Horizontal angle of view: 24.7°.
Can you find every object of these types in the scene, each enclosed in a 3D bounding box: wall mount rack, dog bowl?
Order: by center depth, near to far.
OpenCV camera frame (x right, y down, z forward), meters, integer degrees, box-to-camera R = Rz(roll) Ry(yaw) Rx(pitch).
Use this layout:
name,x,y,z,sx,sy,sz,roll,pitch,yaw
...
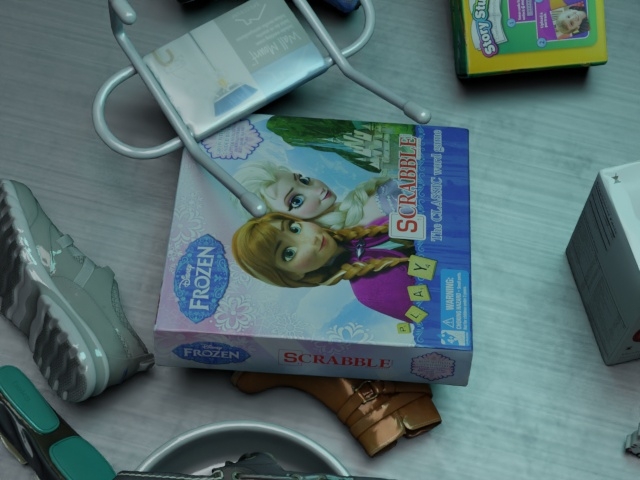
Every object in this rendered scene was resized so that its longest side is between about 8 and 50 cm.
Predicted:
name,x,y,z,sx,sy,sz,roll,pitch,yaw
dog bowl,-0.078,0.317,1.436,0.265,0.104,0.265,0,66,-1
wall mount rack,-0.061,-0.175,1.560,0.350,0.130,0.304,-31,75,-15

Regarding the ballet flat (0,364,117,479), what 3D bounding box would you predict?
name,x,y,z,sx,sy,sz,roll,pitch,yaw
ballet flat,-0.279,0.217,1.498,0.074,0.074,0.203,-40,72,-17

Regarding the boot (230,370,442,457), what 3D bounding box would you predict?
name,x,y,z,sx,sy,sz,roll,pitch,yaw
boot,0.019,0.160,1.527,0.197,0.073,0.152,-23,73,-8

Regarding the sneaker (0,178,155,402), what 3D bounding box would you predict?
name,x,y,z,sx,sy,sz,roll,pitch,yaw
sneaker,-0.278,0.051,1.570,0.115,0.105,0.281,-8,57,-42

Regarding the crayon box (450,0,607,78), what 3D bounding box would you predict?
name,x,y,z,sx,sy,sz,roll,pitch,yaw
crayon box,0.230,-0.331,1.672,0.165,0.081,0.278,-5,97,-4

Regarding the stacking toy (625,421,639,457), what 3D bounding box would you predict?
name,x,y,z,sx,sy,sz,roll,pitch,yaw
stacking toy,0.401,0.292,1.480,0.221,0.052,0.167,17,57,0

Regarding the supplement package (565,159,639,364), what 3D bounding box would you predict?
name,x,y,z,sx,sy,sz,roll,pitch,yaw
supplement package,0.384,0.012,1.527,0.194,0.203,0.149,-14,67,-7

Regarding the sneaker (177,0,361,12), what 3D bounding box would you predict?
name,x,y,z,sx,sy,sz,roll,pitch,yaw
sneaker,-0.107,-0.334,1.725,0.330,0.130,0.147,23,91,1

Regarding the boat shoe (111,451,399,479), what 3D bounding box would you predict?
name,x,y,z,sx,sy,sz,roll,pitch,yaw
boat shoe,-0.057,0.244,1.361,0.285,0.103,0.092,9,60,-1

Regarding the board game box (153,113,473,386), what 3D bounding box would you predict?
name,x,y,z,sx,sy,sz,roll,pitch,yaw
board game box,0.000,0.000,1.550,0.318,0.066,0.318,3,48,0
